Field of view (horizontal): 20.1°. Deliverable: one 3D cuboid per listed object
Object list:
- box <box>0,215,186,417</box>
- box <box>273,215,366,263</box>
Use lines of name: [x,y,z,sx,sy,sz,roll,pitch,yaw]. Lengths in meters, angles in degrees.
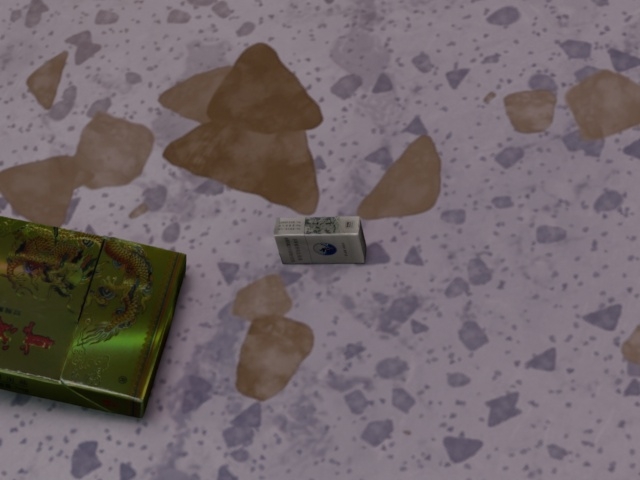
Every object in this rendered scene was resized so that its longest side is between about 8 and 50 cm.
box: [-0.299,0.059,1.729,0.311,0.043,0.173,12,56,4]
box: [0.000,0.000,1.748,0.083,0.054,0.024,0,56,10]
